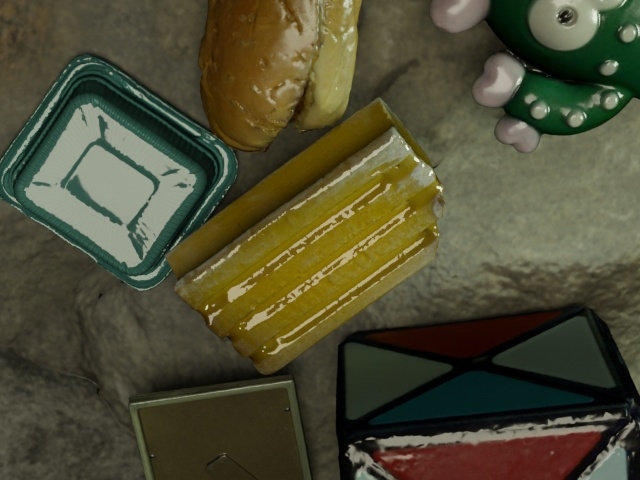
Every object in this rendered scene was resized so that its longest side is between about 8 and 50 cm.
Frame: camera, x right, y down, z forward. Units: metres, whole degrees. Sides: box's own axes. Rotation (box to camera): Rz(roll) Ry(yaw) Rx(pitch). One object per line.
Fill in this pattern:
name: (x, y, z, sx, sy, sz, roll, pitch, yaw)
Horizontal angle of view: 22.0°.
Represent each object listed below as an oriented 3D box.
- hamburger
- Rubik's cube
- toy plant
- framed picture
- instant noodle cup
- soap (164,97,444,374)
hamburger: (-0.028, -0.190, 1.337, 0.124, 0.131, 0.262, 3, 107, -14)
Rubik's cube: (0.142, 0.216, 1.396, 0.250, 0.246, 0.248, -6, 107, 2)
toy plant: (0.211, -0.201, 1.341, 0.232, 0.112, 0.243, -29, 110, 3)
framed picture: (-0.083, 0.214, 1.490, 0.150, 0.015, 0.203, -8, 121, 2)
instant noodle cup: (-0.178, -0.053, 1.410, 0.179, 0.070, 0.157, 34, 102, -8)
soap: (0.000, 0.000, 1.401, 0.232, 0.073, 0.140, -36, 131, 11)
